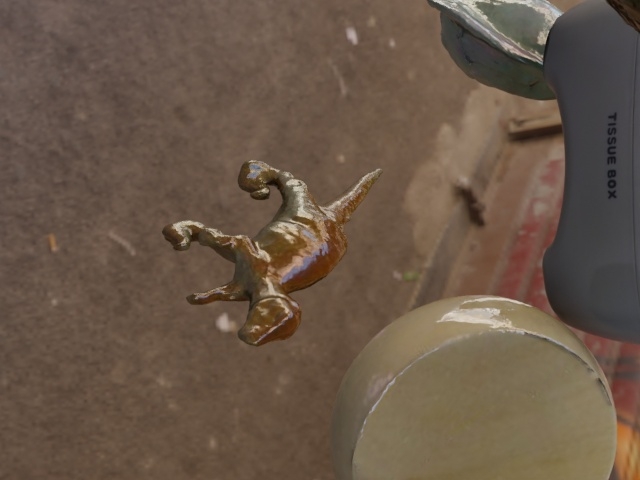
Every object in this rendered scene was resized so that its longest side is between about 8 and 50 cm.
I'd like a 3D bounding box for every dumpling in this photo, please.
[{"bbox_3d":[0.181,-0.207,1.209,0.149,0.216,0.104,-13,127,-25],"label":"dumpling"}]

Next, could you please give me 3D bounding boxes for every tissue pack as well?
[{"bbox_3d":[0.348,-0.069,1.061,0.229,0.236,0.333,0,91,-44],"label":"tissue pack"}]

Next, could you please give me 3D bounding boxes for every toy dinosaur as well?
[{"bbox_3d":[0.000,0.000,0.565,0.162,0.126,0.039,-14,123,-30],"label":"toy dinosaur"}]

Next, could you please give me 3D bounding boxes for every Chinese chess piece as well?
[{"bbox_3d":[0.132,0.168,1.008,0.097,0.251,0.250,-120,-170,-71],"label":"Chinese chess piece"}]

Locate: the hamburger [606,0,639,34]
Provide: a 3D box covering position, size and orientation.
[{"bbox_3d":[0.255,-0.221,0.711,0.135,0.208,0.155,34,25,-51],"label":"hamburger"}]
